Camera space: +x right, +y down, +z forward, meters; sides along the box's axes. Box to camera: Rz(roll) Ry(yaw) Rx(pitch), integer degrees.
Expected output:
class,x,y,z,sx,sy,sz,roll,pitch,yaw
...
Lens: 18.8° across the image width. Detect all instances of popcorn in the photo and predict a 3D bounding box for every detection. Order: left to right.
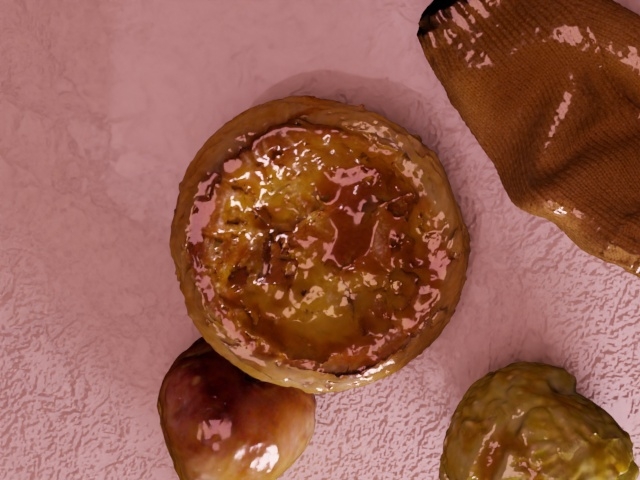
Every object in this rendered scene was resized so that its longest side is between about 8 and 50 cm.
class,x,y,z,sx,sy,sz,roll,pitch,yaw
popcorn,0.205,0.221,1.839,0.198,0.198,0.212,14,140,7

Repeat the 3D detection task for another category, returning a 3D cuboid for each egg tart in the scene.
class,x,y,z,sx,sy,sz,roll,pitch,yaw
egg tart,0.000,0.000,1.841,0.290,0.115,0.290,0,103,-1

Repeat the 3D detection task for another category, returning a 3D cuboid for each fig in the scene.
class,x,y,z,sx,sy,sz,roll,pitch,yaw
fig,-0.092,0.215,1.920,0.159,0.159,0.257,15,127,7

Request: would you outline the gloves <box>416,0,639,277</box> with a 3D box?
class,x,y,z,sx,sy,sz,roll,pitch,yaw
gloves,0.241,-0.113,1.752,0.203,0.155,0.356,-39,79,10
